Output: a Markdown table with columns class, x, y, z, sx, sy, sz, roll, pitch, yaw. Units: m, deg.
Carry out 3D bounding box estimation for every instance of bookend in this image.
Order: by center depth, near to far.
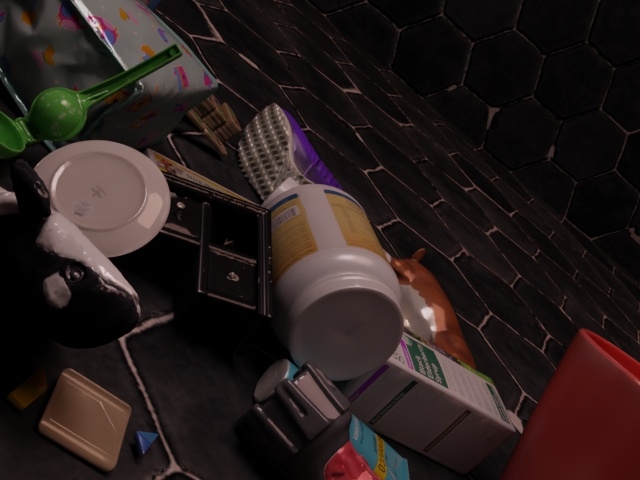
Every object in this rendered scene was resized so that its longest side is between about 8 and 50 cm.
| class | x | y | z | sx | sy | sz | roll | pitch | yaw |
| --- | --- | --- | --- | --- | --- | --- | --- | --- | --- |
| bookend | -0.134 | 0.019 | 0.934 | 0.157 | 0.072 | 0.156 | 20 | 41 | -22 |

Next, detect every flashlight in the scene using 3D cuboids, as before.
| class | x | y | z | sx | sy | sz | roll | pitch | yaw |
| --- | --- | --- | --- | --- | --- | --- | --- | --- | --- |
| flashlight | 0.062 | 0.246 | 0.820 | 0.103 | 0.103 | 0.304 | -34 | 81 | -31 |

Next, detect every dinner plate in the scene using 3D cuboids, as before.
| class | x | y | z | sx | sy | sz | roll | pitch | yaw |
| --- | --- | --- | --- | --- | --- | --- | --- | --- | --- |
| dinner plate | -0.219 | -0.046 | 0.894 | 0.141 | 0.017 | 0.141 | 6 | 58 | -10 |

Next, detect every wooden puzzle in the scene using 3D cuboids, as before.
| class | x | y | z | sx | sy | sz | roll | pitch | yaw |
| --- | --- | --- | --- | --- | --- | --- | --- | --- | --- |
| wooden puzzle | -0.184 | 0.140 | 0.707 | 0.116 | 0.014 | 0.078 | 40 | 24 | -11 |

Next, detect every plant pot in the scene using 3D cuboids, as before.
| class | x | y | z | sx | sy | sz | roll | pitch | yaw |
| --- | --- | --- | --- | --- | --- | --- | --- | --- | --- |
| plant pot | 0.347 | 0.280 | 1.067 | 0.275 | 0.243 | 0.275 | 34 | 8 | -6 |

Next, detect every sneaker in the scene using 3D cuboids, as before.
| class | x | y | z | sx | sy | sz | roll | pitch | yaw |
| --- | --- | --- | --- | --- | --- | --- | --- | --- | --- |
| sneaker | -0.023 | -0.078 | 1.375 | 0.146 | 0.102 | 0.293 | 28 | 29 | -48 |

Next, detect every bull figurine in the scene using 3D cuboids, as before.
| class | x | y | z | sx | sy | sz | roll | pitch | yaw |
| --- | --- | --- | --- | --- | --- | --- | --- | --- | --- |
| bull figurine | 0.119 | 0.095 | 1.274 | 0.188 | 0.101 | 0.310 | 25 | 25 | -38 |

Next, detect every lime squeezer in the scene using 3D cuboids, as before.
| class | x | y | z | sx | sy | sz | roll | pitch | yaw |
| --- | --- | --- | --- | --- | --- | --- | --- | --- | --- |
| lime squeezer | -0.277 | -0.136 | 0.888 | 0.059 | 0.110 | 0.310 | 44 | 42 | 19 |

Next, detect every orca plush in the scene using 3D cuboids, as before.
| class | x | y | z | sx | sy | sz | roll | pitch | yaw |
| --- | --- | --- | --- | --- | --- | --- | --- | --- | --- |
| orca plush | -0.266 | 0.005 | 0.700 | 0.102 | 0.151 | 0.287 | -34 | 66 | -33 |

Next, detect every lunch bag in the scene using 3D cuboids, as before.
| class | x | y | z | sx | sy | sz | roll | pitch | yaw |
| --- | --- | --- | --- | --- | --- | --- | --- | --- | --- |
| lunch bag | -0.286 | -0.237 | 1.079 | 0.262 | 0.160 | 0.223 | 50 | 20 | 3 |

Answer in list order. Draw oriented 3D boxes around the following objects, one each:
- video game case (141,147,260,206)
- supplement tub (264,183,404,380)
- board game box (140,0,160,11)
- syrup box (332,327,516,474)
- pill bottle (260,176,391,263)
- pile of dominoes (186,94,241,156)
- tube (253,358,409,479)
| class | x | y | z | sx | sy | sz | roll | pitch | yaw |
| --- | --- | --- | --- | --- | --- | --- | --- | --- | --- |
| video game case | -0.115 | -0.005 | 1.132 | 0.227 | 0.026 | 0.206 | 27 | 25 | -37 |
| supplement tub | 0.006 | 0.043 | 0.997 | 0.144 | 0.144 | 0.200 | 32 | 20 | -29 |
| board game box | -0.328 | -0.433 | 1.291 | 0.141 | 0.232 | 0.291 | 48 | 20 | 11 |
| syrup box | 0.114 | 0.182 | 1.086 | 0.237 | 0.096 | 0.093 | 33 | 22 | -30 |
| pill bottle | 0.000 | 0.000 | 1.160 | 0.169 | 0.094 | 0.094 | 42 | 19 | 0 |
| pile of dominoes | -0.206 | -0.251 | 1.335 | 0.251 | 0.040 | 0.196 | 51 | 10 | -42 |
| tube | 0.022 | 0.203 | 0.942 | 0.207 | 0.052 | 0.080 | 41 | 27 | -21 |
